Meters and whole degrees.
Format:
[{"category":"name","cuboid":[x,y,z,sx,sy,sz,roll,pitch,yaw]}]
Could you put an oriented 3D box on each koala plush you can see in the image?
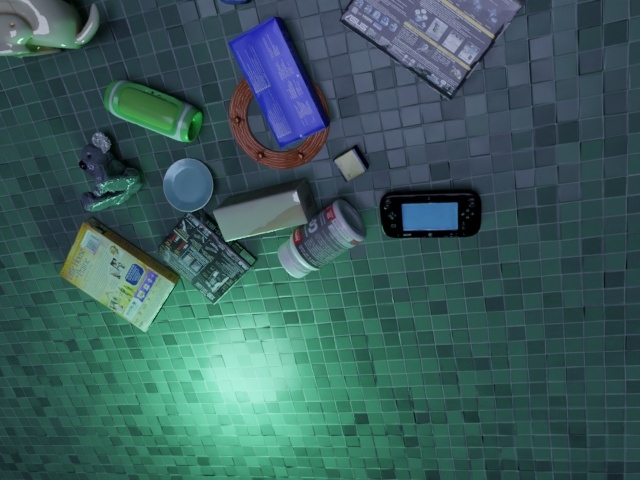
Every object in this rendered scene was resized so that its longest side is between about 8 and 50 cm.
[{"category":"koala plush","cuboid":[-0.766,-0.251,1.788,0.221,0.203,0.196,53,129,10]}]

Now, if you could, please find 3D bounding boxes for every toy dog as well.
[{"category":"toy dog","cuboid":[-0.898,-0.773,1.506,0.396,0.284,0.407,-2,111,14]}]

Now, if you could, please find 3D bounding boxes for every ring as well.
[{"category":"ring","cuboid":[-0.138,-0.390,1.635,0.337,0.032,0.336,5,115,12]}]

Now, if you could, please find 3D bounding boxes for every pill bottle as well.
[{"category":"pill bottle","cuboid":[0.000,0.000,1.707,0.283,0.161,0.161,-35,102,24]}]

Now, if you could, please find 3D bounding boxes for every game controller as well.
[{"category":"game controller","cuboid":[0.354,-0.083,1.639,0.320,0.067,0.166,-1,114,14]}]

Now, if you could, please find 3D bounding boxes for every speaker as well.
[{"category":"speaker","cuboid":[-0.548,-0.427,1.663,0.297,0.131,0.131,22,117,3]}]

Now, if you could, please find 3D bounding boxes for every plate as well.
[{"category":"plate","cuboid":[-0.462,-0.194,1.780,0.188,0.024,0.188,0,92,12]}]

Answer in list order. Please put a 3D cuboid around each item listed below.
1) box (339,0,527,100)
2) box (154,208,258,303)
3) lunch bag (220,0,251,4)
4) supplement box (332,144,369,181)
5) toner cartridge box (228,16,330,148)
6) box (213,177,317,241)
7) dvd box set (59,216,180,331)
[{"category":"box","cuboid":[0.299,-0.631,1.387,0.395,0.097,0.318,34,119,-3]},{"category":"box","cuboid":[-0.427,0.057,1.882,0.307,0.076,0.242,42,116,-7]},{"category":"lunch bag","cuboid":[-0.249,-0.732,1.486,0.099,0.065,0.067,2,114,13]},{"category":"supplement box","cuboid":[0.098,-0.248,1.629,0.083,0.056,0.083,-28,105,23]},{"category":"toner cartridge box","cuboid":[-0.121,-0.473,1.535,0.165,0.075,0.347,-20,108,21]},{"category":"box","cuboid":[-0.186,-0.105,1.714,0.312,0.148,0.121,-12,111,20]},{"category":"dvd box set","cuboid":[-0.804,0.144,2.019,0.421,0.062,0.307,35,117,-4]}]
